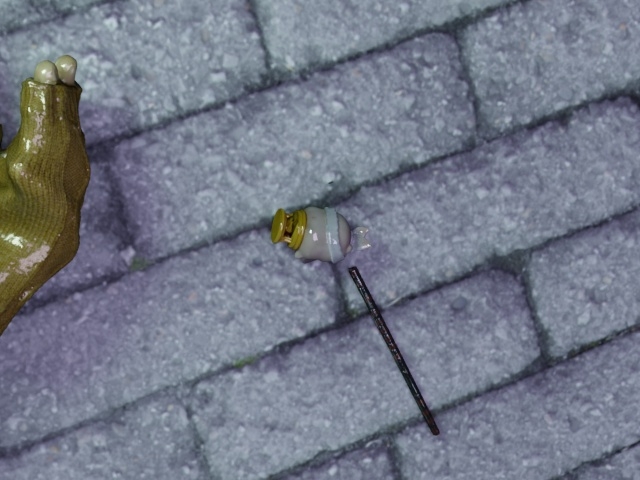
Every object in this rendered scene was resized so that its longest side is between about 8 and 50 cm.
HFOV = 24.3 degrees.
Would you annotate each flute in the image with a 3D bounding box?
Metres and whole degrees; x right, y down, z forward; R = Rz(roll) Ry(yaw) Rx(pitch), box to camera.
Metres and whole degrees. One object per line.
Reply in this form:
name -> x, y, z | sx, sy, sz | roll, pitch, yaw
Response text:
flute -> 0.100, 0.149, 1.991 | 0.014, 0.014, 0.269 | -30, 107, -11

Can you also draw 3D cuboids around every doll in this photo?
doll -> 0.000, 0.000, 1.910 | 0.127, 0.073, 0.084 | 11, 128, -15

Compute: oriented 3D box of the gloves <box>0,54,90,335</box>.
gloves -> -0.362, -0.051, 1.726 | 0.155, 0.203, 0.356 | 13, 102, -56
